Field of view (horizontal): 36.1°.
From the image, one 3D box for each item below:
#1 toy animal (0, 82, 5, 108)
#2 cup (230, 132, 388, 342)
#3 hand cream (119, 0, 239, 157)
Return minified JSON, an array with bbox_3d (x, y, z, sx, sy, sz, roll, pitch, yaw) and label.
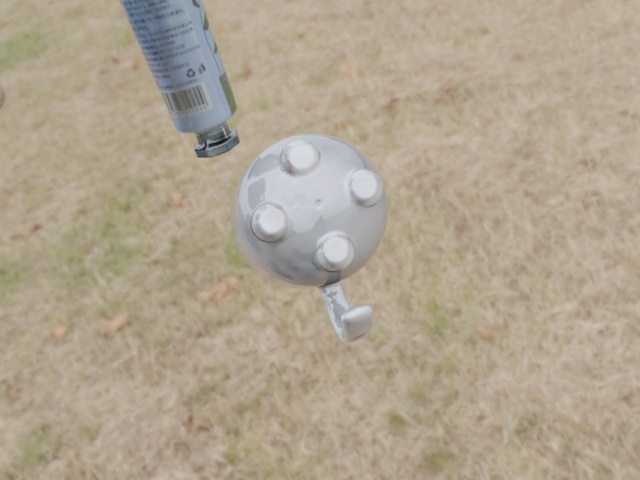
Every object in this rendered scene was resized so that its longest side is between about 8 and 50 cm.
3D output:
[{"bbox_3d":[-0.382,-0.159,0.783,0.229,0.221,0.210,25,46,8],"label":"toy animal"},{"bbox_3d":[-0.011,-0.005,0.842,0.134,0.173,0.142,10,-3,-6],"label":"cup"},{"bbox_3d":[-0.125,-0.185,0.781,0.088,0.256,0.055,-4,32,30],"label":"hand cream"}]
